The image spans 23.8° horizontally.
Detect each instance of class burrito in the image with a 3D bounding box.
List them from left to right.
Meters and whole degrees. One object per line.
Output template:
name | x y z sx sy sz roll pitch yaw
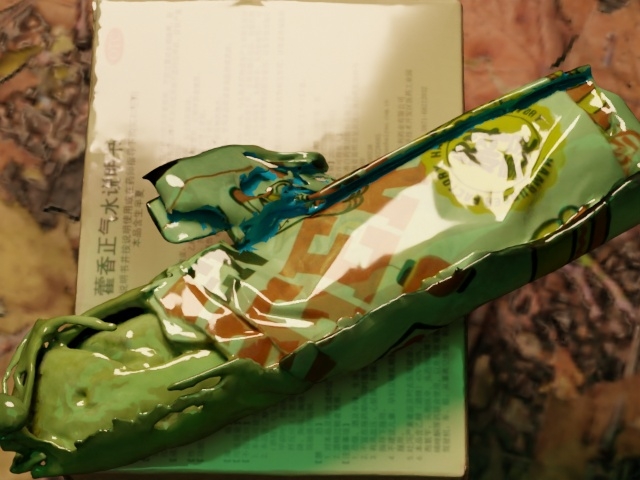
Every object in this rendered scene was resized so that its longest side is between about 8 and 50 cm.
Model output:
burrito | 0.000 0.000 0.590 0.288 0.054 0.104 -26 73 -6

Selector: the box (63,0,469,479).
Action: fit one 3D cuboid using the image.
box | -0.021 0.007 0.666 0.168 0.095 0.212 2 72 0
